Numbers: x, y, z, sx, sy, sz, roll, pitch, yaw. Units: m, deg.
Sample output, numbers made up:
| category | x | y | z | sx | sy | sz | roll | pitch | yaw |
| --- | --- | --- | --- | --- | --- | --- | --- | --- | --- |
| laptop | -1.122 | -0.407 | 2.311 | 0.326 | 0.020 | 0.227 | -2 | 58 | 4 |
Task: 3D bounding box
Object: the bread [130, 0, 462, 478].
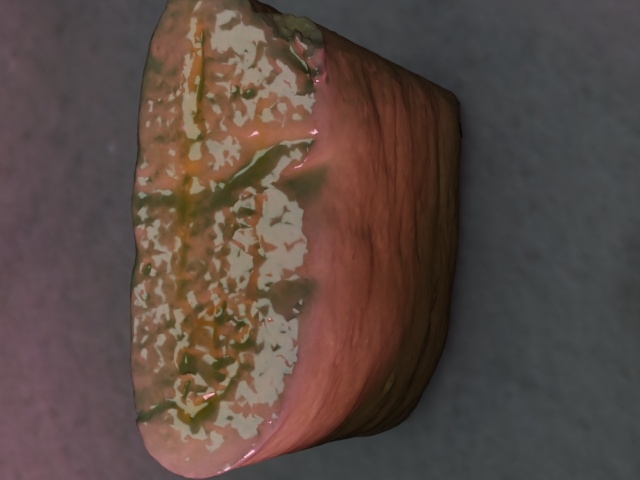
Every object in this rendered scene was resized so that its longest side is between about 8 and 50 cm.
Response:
| category | x | y | z | sx | sy | sz | roll | pitch | yaw |
| --- | --- | --- | --- | --- | --- | --- | --- | --- | --- |
| bread | 0.000 | 0.000 | 0.526 | 0.060 | 0.178 | 0.139 | 2 | 90 | 18 |
